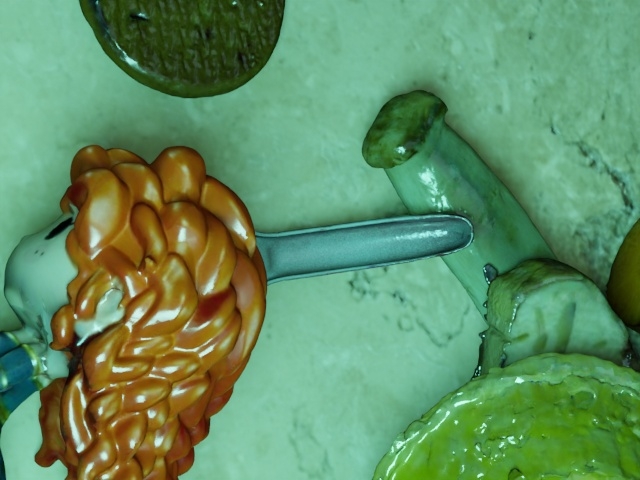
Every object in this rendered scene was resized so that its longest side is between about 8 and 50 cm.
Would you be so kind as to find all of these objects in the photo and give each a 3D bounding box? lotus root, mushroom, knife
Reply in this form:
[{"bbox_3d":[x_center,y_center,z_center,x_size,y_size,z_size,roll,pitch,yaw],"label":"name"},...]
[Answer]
[{"bbox_3d":[0.217,0.147,1.615,0.170,0.074,0.260,-3,97,-19],"label":"lotus root"},{"bbox_3d":[0.152,-0.004,1.661,0.100,0.081,0.312,-41,103,-17],"label":"mushroom"},{"bbox_3d":[0.000,0.000,1.577,0.278,0.053,0.123,-7,93,-13],"label":"knife"}]

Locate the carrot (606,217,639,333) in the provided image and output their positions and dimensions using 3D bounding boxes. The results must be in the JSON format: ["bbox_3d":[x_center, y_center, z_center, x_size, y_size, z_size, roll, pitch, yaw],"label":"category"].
[{"bbox_3d":[0.415,0.070,1.736,0.225,0.159,0.159,36,64,-19],"label":"carrot"}]

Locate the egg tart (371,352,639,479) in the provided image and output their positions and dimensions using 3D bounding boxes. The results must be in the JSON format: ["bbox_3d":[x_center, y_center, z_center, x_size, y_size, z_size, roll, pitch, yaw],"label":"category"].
[{"bbox_3d":[0.201,0.262,1.517,0.341,0.132,0.341,-4,108,-11],"label":"egg tart"}]

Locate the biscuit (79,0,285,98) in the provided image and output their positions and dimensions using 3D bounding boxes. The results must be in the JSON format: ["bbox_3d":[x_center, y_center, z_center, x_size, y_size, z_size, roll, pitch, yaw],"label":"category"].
[{"bbox_3d":[-0.126,-0.231,1.591,0.212,0.036,0.212,6,77,-26],"label":"biscuit"}]

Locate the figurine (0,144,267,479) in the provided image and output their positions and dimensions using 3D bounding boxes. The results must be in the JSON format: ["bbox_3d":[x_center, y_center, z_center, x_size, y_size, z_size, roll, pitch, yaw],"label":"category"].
[{"bbox_3d":[-0.242,0.086,1.358,0.412,0.241,0.306,-7,73,-12],"label":"figurine"}]
